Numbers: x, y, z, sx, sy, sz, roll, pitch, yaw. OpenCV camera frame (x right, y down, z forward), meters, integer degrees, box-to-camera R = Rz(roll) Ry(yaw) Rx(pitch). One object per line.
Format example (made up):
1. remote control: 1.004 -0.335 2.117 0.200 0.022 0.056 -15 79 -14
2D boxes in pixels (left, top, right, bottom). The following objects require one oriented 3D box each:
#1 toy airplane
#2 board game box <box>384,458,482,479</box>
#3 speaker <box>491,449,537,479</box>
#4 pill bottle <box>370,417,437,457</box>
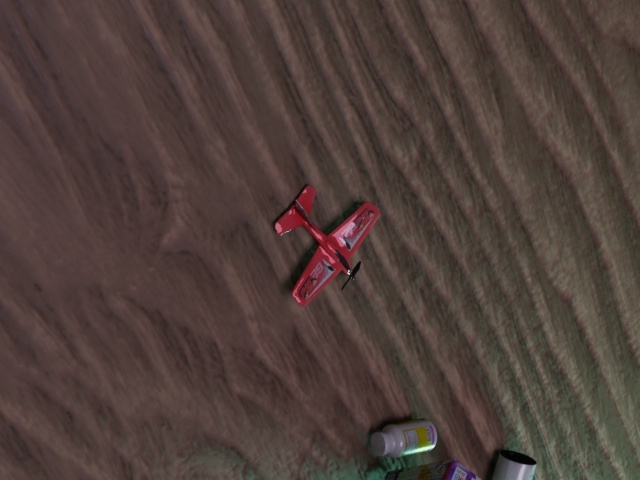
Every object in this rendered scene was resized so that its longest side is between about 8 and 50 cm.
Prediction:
1. toy airplane: 0.000 0.000 1.583 0.151 0.028 0.151 -14 114 -35
2. board game box: 0.121 0.427 1.679 0.142 0.144 0.275 39 56 -19
3. speaker: 0.257 0.362 1.905 0.055 0.055 0.136 7 101 -40
4. pill bottle: 0.105 0.253 1.751 0.083 0.043 0.043 -4 109 -37
